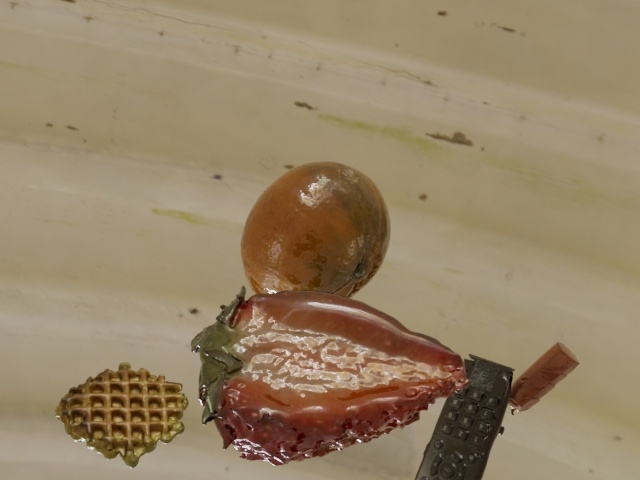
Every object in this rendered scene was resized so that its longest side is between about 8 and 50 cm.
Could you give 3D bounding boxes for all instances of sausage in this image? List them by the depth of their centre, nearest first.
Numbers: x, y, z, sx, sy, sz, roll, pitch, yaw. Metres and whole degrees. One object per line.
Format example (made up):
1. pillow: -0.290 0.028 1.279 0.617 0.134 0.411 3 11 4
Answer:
1. sausage: 0.435 0.279 1.639 0.169 0.065 0.065 -47 -46 16

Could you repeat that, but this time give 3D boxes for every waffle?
1. waffle: -0.390 0.343 1.650 0.238 0.243 0.059 -41 -29 -53

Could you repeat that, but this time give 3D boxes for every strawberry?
1. strawberry: 0.004 0.118 0.733 0.228 0.174 0.098 -7 -48 -10

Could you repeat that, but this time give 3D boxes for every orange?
1. orange: 0.000 0.000 1.162 0.240 0.171 0.240 -39 -34 -34

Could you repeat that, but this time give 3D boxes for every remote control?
1. remote control: 0.266 0.424 1.606 0.062 0.144 0.399 35 -105 -46
